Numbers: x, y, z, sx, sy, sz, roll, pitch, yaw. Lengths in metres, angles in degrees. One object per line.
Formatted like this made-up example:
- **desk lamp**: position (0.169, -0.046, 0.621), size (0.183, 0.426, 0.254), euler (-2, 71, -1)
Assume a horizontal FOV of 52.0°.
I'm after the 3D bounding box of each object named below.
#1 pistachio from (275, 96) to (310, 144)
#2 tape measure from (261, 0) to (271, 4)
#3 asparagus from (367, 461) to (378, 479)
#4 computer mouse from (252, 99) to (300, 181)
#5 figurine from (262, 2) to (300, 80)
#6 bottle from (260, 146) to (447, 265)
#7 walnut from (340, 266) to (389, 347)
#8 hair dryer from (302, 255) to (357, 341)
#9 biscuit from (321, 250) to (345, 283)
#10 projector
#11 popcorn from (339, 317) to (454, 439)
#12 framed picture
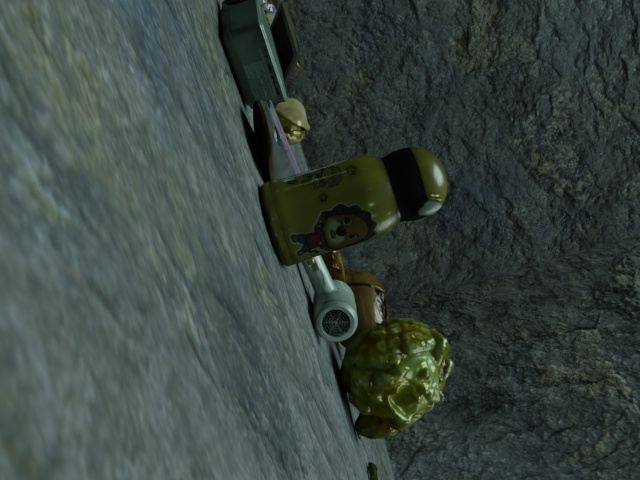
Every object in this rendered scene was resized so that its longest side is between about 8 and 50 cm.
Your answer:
- **pistachio**: position (-0.102, -0.340, 1.863), size (0.145, 0.117, 0.200), euler (33, 24, -14)
- **tape measure**: position (-0.213, -0.749, 2.118), size (0.196, 0.105, 0.179), euler (63, 18, -66)
- **asparagus**: position (0.147, 0.662, 1.768), size (0.034, 0.027, 0.236), euler (62, 5, -13)
- **computer mouse**: position (-0.094, -0.180, 1.441), size (0.310, 0.071, 0.158), euler (64, 8, -65)
- **figurine**: position (-0.145, -0.574, 1.965), size (0.189, 0.142, 0.264), euler (75, -2, -73)
- **bottle**: position (0.071, -0.079, 1.270), size (0.171, 0.351, 0.172), euler (-17, 90, -86)
- **walnut**: position (0.115, 0.218, 2.100), size (0.203, 0.202, 0.298), euler (68, 5, -60)
- **hair dryer**: position (-0.020, 0.059, 1.555), size (0.173, 0.107, 0.358), euler (-96, 160, -77)
- **biscuit**: position (0.000, 0.000, 1.913), size (0.326, 0.107, 0.326), euler (-15, 90, -84)
- **projector**: position (-0.154, -0.433, 1.474), size (0.257, 0.099, 0.192), euler (-101, 175, -53)
- **popcorn**: position (0.194, 0.360, 1.778), size (0.274, 0.335, 0.279), euler (43, -18, 45)
- **framed picture**: position (-0.115, -0.448, 1.673), size (0.260, 0.023, 0.189), euler (-53, -136, 50)
